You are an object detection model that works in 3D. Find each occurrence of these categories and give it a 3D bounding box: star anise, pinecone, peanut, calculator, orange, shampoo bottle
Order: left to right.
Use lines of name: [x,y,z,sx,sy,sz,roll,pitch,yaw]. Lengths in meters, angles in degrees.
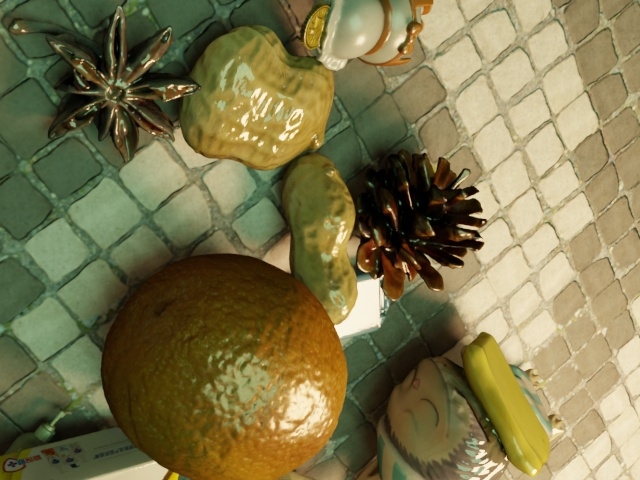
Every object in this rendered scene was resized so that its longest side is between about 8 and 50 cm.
shampoo bottle: [-0.432,0.320,1.213,0.056,0.056,0.195,39,88,-34]
star anise: [-0.271,-0.207,1.068,0.209,0.089,0.231,-29,117,1]
orange: [-0.120,0.184,1.170,0.322,0.322,0.357,-49,137,-3]
peanut: [-0.080,-0.189,1.168,0.233,0.110,0.196,18,109,-33]
peanut: [0.000,0.000,1.261,0.101,0.117,0.263,-6,99,-18]
calculator: [0.024,0.110,1.388,0.210,0.039,0.121,-13,113,-23]
pinecone: [0.156,-0.029,1.309,0.201,0.202,0.229,-15,111,18]

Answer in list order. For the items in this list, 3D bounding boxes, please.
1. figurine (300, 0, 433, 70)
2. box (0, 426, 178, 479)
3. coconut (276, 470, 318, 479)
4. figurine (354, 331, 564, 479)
figurine: [0.067,-0.300,1.160,0.271,0.143,0.143,-42,134,-55]
box: [-0.345,0.372,1.212,0.265,0.097,0.168,-5,121,-41]
coconut: [-0.074,0.504,1.381,0.247,0.245,0.245,28,95,-33]
figurine: [0.209,0.355,1.533,0.378,0.266,0.361,-28,156,20]
